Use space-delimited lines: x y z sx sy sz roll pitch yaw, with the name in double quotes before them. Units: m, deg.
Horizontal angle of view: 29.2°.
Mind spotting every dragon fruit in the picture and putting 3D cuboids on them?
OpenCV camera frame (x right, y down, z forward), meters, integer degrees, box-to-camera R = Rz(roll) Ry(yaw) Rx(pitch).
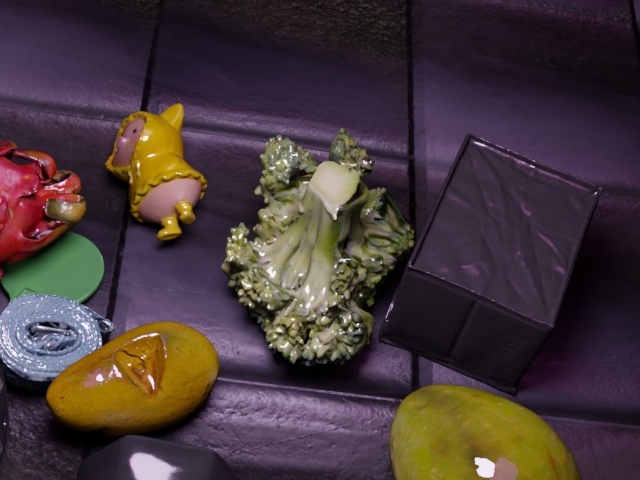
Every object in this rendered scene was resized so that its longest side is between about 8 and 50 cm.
"dragon fruit" -0.515 -0.062 1.885 0.307 0.227 0.243 -44 114 -31

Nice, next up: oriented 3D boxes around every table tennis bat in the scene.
"table tennis bat" -0.449 0.076 1.941 0.160 0.039 0.257 23 48 11

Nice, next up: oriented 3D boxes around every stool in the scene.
"stool" -0.221 0.370 1.656 0.232 0.232 0.141 9 54 -7

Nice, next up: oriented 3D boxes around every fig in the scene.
"fig" 0.218 0.336 1.767 0.258 0.258 0.326 -20 44 -26

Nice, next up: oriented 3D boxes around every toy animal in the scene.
"toy animal" -0.267 -0.111 2.054 0.156 0.156 0.230 -8 59 -19

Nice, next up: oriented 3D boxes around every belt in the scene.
"belt" -0.415 0.154 1.844 0.163 0.082 0.148 32 60 -12

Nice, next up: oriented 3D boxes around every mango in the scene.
"mango" -0.274 0.208 1.809 0.262 0.167 0.130 -22 47 -23

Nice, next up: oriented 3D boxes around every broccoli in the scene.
"broccoli" -0.003 0.001 1.962 0.277 0.318 0.338 21 26 12

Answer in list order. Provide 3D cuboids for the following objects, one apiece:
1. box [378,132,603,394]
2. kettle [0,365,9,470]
"box" 0.284 0.032 2.037 0.251 0.204 0.345 23 51 5
"kettle" -0.595 0.266 1.613 0.308 0.203 0.262 -7 57 9
